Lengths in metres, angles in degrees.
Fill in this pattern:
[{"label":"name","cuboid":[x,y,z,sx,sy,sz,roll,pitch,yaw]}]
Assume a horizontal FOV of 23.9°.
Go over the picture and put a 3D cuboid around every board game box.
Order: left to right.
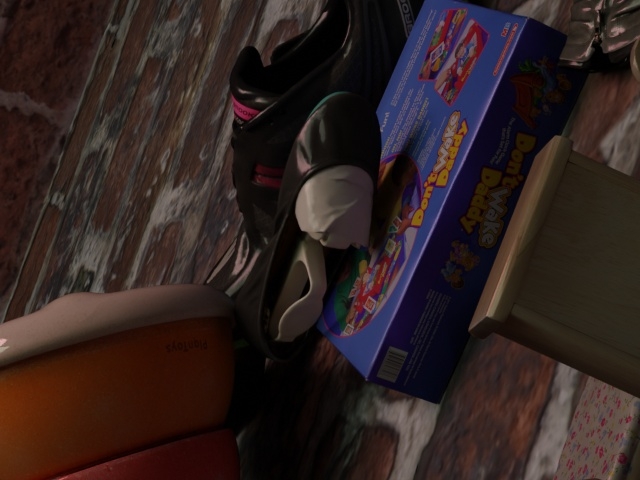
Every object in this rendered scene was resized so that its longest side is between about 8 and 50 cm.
[{"label":"board game box","cuboid":[0.106,-0.050,1.427,0.347,0.078,0.233,-66,22,7]}]

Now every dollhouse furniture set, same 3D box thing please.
[{"label":"dollhouse furniture set","cuboid":[0.164,0.057,0.989,0.355,0.174,0.303,123,171,-72]}]

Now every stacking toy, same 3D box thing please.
[{"label":"stacking toy","cuboid":[-0.193,0.304,1.488,0.350,0.351,0.479,-33,71,56]}]

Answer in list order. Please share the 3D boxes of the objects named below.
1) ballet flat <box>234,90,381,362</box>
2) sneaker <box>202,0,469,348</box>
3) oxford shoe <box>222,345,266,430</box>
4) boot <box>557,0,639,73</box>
[{"label":"ballet flat","cuboid":[0.000,0.000,1.419,0.096,0.095,0.280,-118,41,-50]},{"label":"sneaker","cuboid":[-0.028,-0.105,1.624,0.482,0.202,0.185,-63,22,15]},{"label":"oxford shoe","cuboid":[-0.120,0.178,1.778,0.227,0.083,0.096,-40,17,49]},{"label":"boot","cuboid":[0.281,-0.229,1.212,0.246,0.083,0.161,-26,60,57]}]
